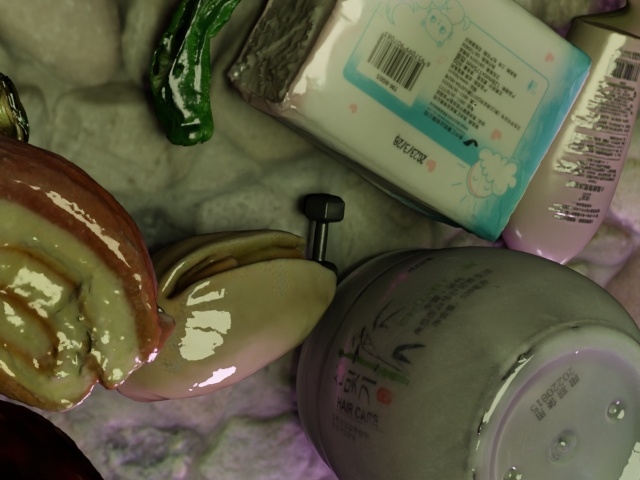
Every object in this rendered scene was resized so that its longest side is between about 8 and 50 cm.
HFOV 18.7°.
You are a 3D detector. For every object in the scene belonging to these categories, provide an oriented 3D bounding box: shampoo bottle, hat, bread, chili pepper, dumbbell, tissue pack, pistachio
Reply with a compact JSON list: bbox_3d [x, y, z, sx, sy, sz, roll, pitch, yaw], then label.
[{"bbox_3d":[0.229,-0.073,1.797,0.127,0.078,0.257,7,105,-40],"label":"shampoo bottle"},{"bbox_3d":[-0.266,-0.094,1.492,0.076,0.059,0.077,-21,106,-11],"label":"hat"},{"bbox_3d":[-0.222,0.026,1.441,0.244,0.123,0.190,27,107,-16],"label":"bread"},{"bbox_3d":[0.134,0.139,1.674,0.273,0.266,0.273,-9,107,-33],"label":"shampoo bottle"},{"bbox_3d":[-0.094,-0.166,1.595,0.073,0.050,0.182,28,81,-27],"label":"chili pepper"},{"bbox_3d":[0.000,0.000,1.697,0.036,0.040,0.083,-10,108,-64],"label":"dumbbell"},{"bbox_3d":[0.079,-0.143,1.668,0.271,0.124,0.201,32,81,-35],"label":"tissue pack"},{"bbox_3d":[-0.086,0.059,1.604,0.223,0.126,0.152,-26,147,-32],"label":"pistachio"}]

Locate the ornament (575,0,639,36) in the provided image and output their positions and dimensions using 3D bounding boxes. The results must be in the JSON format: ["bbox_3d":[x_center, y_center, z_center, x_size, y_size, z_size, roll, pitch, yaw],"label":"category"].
[{"bbox_3d":[0.303,-0.287,1.781,0.230,0.061,0.245,-31,108,17],"label":"ornament"}]

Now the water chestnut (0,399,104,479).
[{"bbox_3d":[-0.303,0.262,1.422,0.350,0.302,0.350,-49,148,-46],"label":"water chestnut"}]
